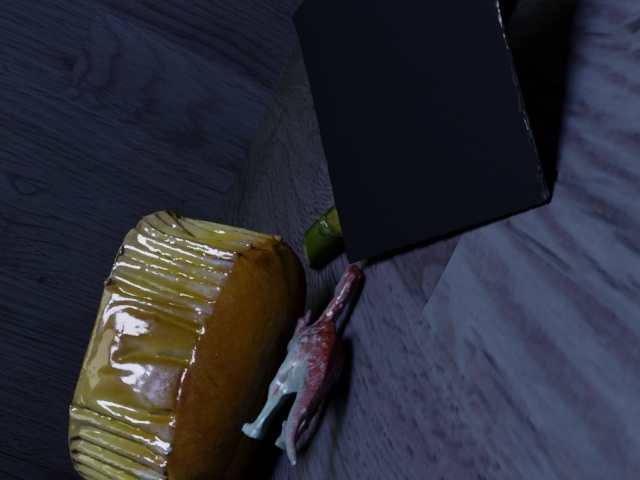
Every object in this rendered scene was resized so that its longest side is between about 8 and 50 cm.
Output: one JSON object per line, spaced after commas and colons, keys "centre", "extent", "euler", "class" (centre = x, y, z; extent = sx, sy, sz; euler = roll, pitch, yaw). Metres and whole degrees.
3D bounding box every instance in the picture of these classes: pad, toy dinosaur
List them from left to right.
{"centre": [-0.006, 0.107, 0.819], "extent": [0.167, 0.053, 0.242], "euler": [-58, 3, 5], "class": "toy dinosaur"}
{"centre": [0.053, -0.118, 0.753], "extent": [0.367, 0.007, 0.248], "euler": [154, 103, -72], "class": "pad"}

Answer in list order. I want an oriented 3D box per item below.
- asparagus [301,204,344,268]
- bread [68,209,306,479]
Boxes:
{"centre": [0.000, 0.000, 1.067], "extent": [0.045, 0.041, 0.178], "euler": [-61, 7, -21], "class": "asparagus"}
{"centre": [-0.112, 0.121, 0.945], "extent": [0.204, 0.156, 0.288], "euler": [46, -121, -64], "class": "bread"}
